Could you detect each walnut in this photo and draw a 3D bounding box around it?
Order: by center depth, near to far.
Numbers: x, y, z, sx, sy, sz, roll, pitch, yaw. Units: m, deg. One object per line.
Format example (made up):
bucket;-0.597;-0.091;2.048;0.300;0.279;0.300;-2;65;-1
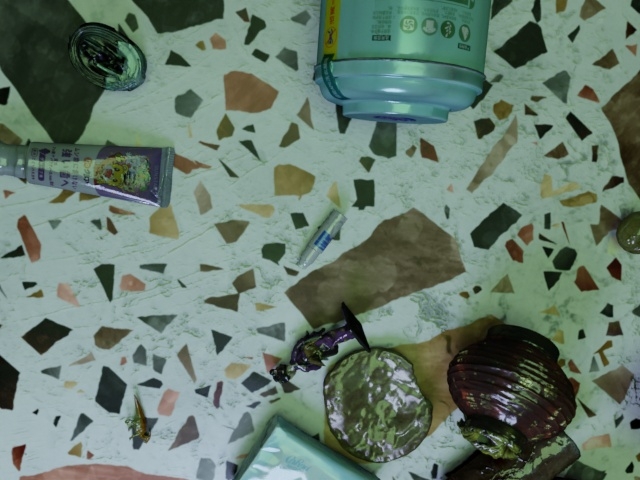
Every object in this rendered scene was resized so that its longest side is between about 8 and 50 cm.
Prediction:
walnut;0.634;-0.015;1.198;0.092;0.092;0.092;-1;98;-6

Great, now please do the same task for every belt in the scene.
belt;-0.374;-0.320;1.064;0.140;0.058;0.105;27;97;-9

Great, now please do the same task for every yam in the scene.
yam;0.375;0.469;1.214;0.279;0.131;0.131;-36;99;-1

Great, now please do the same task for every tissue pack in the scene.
tissue pack;-0.026;0.485;1.193;0.263;0.089;0.177;34;92;-7

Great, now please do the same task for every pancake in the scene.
pancake;0.112;0.328;1.208;0.236;0.042;0.222;44;96;-6

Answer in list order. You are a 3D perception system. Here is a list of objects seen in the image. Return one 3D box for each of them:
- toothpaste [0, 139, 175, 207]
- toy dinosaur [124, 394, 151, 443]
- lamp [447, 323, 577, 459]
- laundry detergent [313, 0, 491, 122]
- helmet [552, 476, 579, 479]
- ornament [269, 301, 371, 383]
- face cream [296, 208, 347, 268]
toothpaste;-0.419;-0.128;1.086;0.299;0.073;0.114;5;97;-14
toy dinosaur;-0.359;0.349;1.169;0.041;0.026;0.113;-16;108;-10
lamp;0.353;0.287;1.133;0.247;0.247;0.247;-1;98;-6
laundry detergent;0.135;-0.354;0.996;0.287;0.287;0.305;4;97;-6
helmet;0.511;0.590;1.221;0.216;0.193;0.189;-37;104;-43
ornament;-0.003;0.218;1.172;0.203;0.088;0.081;-38;124;12
face cream;0.000;0.000;1.157;0.034;0.034;0.130;38;92;-9
